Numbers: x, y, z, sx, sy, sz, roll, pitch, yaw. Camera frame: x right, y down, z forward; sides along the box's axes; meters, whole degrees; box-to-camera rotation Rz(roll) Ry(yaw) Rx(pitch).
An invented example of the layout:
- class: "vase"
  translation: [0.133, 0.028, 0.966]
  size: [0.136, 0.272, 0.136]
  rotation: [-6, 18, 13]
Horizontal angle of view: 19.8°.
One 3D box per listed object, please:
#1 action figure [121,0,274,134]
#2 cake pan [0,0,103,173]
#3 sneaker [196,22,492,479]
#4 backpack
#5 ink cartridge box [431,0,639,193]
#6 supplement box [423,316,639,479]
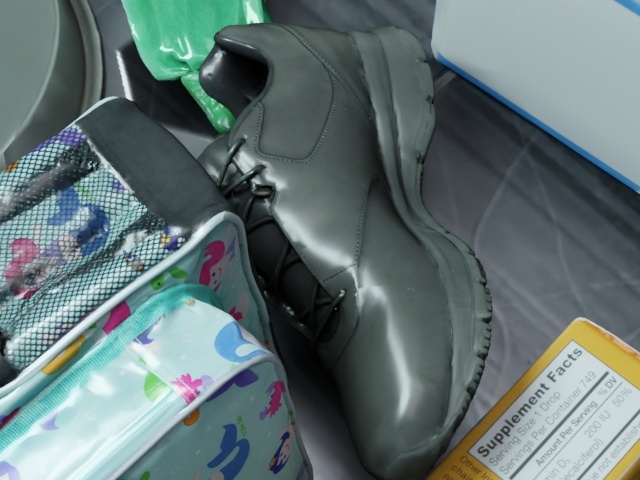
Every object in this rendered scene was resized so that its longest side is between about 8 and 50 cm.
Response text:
- class: "action figure"
  translation: [-0.077, -0.162, 1.061]
  size: [0.137, 0.063, 0.232]
  rotation: [-10, 62, -8]
- class: "cake pan"
  translation: [-0.271, -0.101, 1.030]
  size: [0.293, 0.054, 0.293]
  rotation: [0, 61, 0]
- class: "sneaker"
  translation: [0.000, 0.000, 0.924]
  size: [0.130, 0.109, 0.286]
  rotation: [8, 44, -23]
- class: "backpack"
  translation: [-0.135, 0.090, 0.834]
  size: [0.253, 0.225, 0.191]
  rotation: [-32, 61, -13]
- class: "ink cartridge box"
  translation: [0.294, -0.199, 1.026]
  size: [0.285, 0.166, 0.395]
  rotation: [35, 66, 17]
- class: "supplement box"
  translation: [0.081, 0.148, 0.886]
  size: [0.080, 0.078, 0.233]
  rotation: [40, 67, 22]
